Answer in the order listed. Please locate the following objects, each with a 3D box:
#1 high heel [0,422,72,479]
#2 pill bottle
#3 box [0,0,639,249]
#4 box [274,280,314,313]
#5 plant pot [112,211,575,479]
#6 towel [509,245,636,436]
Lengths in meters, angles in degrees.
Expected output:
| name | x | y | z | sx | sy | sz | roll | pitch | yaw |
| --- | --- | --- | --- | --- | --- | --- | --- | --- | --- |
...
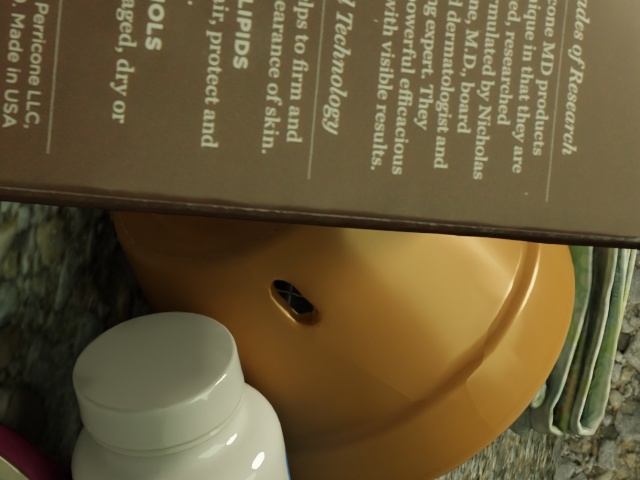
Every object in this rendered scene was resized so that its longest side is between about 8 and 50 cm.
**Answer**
| name | x | y | z | sx | sy | sz | roll | pitch | yaw |
| --- | --- | --- | --- | --- | --- | --- | --- | --- | --- |
| high heel | -0.177 | 0.136 | 0.724 | 0.117 | 0.082 | 0.244 | -93 | 159 | -43 |
| pill bottle | -0.077 | 0.156 | 0.703 | 0.124 | 0.124 | 0.221 | -48 | 139 | -48 |
| box | -0.030 | -0.078 | 0.520 | 0.382 | 0.191 | 0.143 | 6 | 93 | -31 |
| box | -0.007 | 0.122 | 0.936 | 0.147 | 0.180 | 0.077 | -65 | 154 | -24 |
| plant pot | 0.000 | 0.000 | 0.796 | 0.203 | 0.291 | 0.290 | 55 | 51 | -40 |
| towel | 0.145 | -0.041 | 1.026 | 0.090 | 0.374 | 0.320 | -3 | 109 | -21 |
